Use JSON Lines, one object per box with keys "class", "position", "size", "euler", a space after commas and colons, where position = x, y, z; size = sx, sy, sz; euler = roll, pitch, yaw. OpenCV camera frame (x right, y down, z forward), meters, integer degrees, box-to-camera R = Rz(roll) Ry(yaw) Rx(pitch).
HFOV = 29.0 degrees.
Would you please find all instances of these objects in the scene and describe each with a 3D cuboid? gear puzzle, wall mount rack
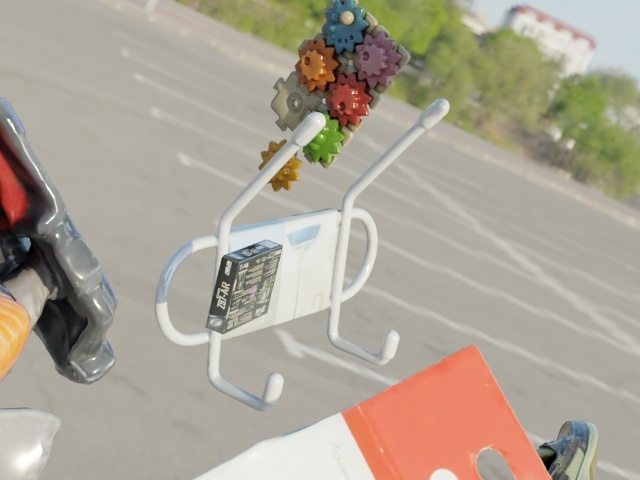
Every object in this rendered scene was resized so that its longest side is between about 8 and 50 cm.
{"class": "gear puzzle", "position": [-0.011, -0.217, 1.951], "size": [0.175, 0.339, 0.044], "euler": [50, 31, 22]}
{"class": "wall mount rack", "position": [0.000, 0.000, 1.260], "size": [0.130, 0.304, 0.350], "euler": [19, 20, 35]}

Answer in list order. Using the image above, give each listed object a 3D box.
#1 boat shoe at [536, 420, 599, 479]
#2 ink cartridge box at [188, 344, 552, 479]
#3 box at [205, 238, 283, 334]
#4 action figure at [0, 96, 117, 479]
{"class": "boat shoe", "position": [0.192, 0.182, 0.994], "size": [0.049, 0.056, 0.152], "euler": [22, 20, 5]}
{"class": "ink cartridge box", "position": [0.032, 0.178, 0.632], "size": [0.189, 0.232, 0.066], "euler": [62, -12, 10]}
{"class": "box", "position": [-0.064, 0.039, 1.061], "size": [0.018, 0.067, 0.083], "euler": [20, 18, 20]}
{"class": "action figure", "position": [-0.212, -0.051, 0.470], "size": [0.341, 0.178, 0.330], "euler": [59, -19, -9]}
